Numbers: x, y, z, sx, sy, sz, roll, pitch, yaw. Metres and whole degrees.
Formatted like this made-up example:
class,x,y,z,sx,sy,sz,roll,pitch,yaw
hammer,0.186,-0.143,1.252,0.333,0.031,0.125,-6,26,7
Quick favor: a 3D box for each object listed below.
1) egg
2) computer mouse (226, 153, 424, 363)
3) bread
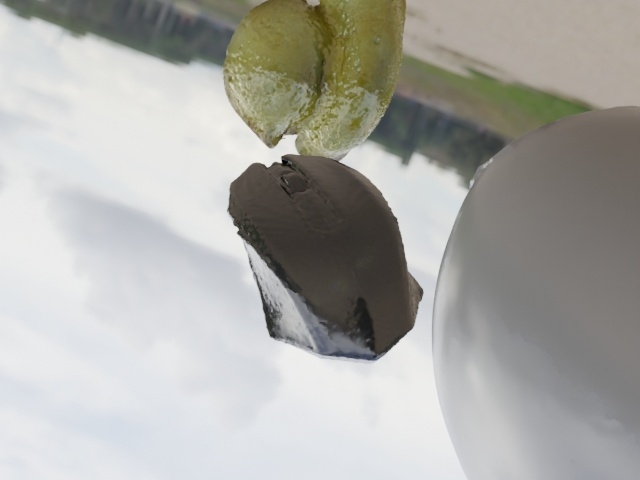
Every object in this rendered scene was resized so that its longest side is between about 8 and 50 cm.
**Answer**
class,x,y,z,sx,sy,sz,roll,pitch,yaw
egg,0.138,0.063,0.656,0.176,0.231,0.176,-12,164,-4
computer mouse,0.000,0.000,0.970,0.099,0.057,0.172,-18,-128,-13
bread,0.004,-0.158,1.346,0.149,0.187,0.065,21,-177,-25
